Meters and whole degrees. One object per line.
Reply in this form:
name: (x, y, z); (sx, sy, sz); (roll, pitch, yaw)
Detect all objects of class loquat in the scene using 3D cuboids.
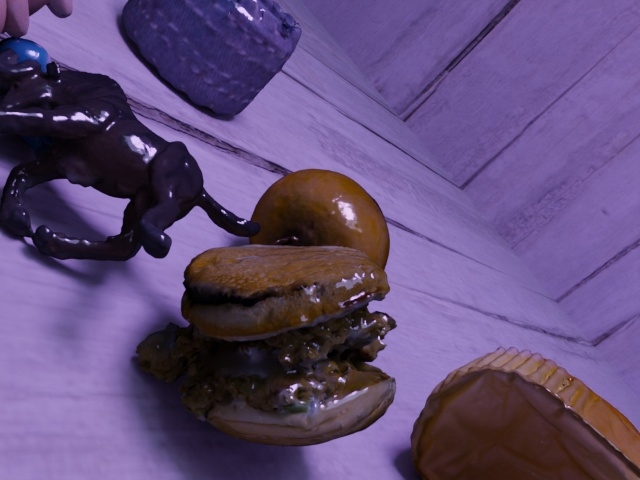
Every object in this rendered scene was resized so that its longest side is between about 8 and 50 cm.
loquat: (0.000, 0.000, 0.679); (0.163, 0.137, 0.163); (52, 24, -35)

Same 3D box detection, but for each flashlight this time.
flashlight: (-0.241, -0.117, 0.556); (0.051, 0.051, 0.129); (20, 37, -52)

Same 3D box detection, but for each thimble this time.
thimble: (-0.152, -0.309, 0.952); (0.205, 0.172, 0.236); (26, 24, -51)

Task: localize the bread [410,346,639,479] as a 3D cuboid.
bread: (0.203, 0.216, 0.594); (0.250, 0.179, 0.133); (42, 25, 20)

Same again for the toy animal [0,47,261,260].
toy animal: (-0.152, -0.059, 0.478); (0.232, 0.084, 0.148); (31, 45, 0)

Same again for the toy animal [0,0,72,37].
toy animal: (-0.272, -0.194, 0.448); (0.250, 0.166, 0.154); (-80, 153, -58)

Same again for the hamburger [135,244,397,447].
hamburger: (-0.033, 0.075, 0.457); (0.184, 0.131, 0.159); (-1, 9, -6)
